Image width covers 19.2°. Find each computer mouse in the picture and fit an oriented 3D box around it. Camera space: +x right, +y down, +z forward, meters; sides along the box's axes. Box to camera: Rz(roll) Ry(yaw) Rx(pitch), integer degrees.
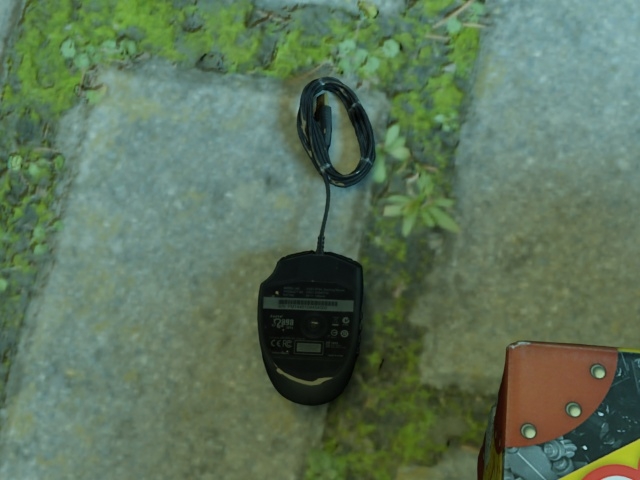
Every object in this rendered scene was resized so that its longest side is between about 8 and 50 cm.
[{"bbox_3d":[0.000,0.000,1.290,0.071,0.041,0.242,5,66,5],"label":"computer mouse"}]

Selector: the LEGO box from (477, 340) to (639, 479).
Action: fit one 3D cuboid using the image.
[{"bbox_3d":[0.324,0.272,0.966,0.500,0.193,0.372,4,64,0],"label":"LEGO box"}]
